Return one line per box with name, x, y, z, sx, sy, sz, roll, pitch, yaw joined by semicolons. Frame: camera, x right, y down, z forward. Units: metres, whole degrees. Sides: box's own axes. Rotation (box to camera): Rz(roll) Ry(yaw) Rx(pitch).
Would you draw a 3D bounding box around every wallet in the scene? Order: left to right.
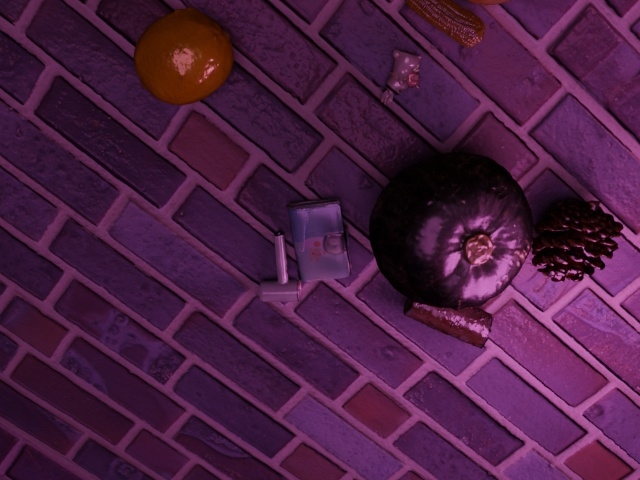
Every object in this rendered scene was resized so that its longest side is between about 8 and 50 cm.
wallet;0.000;0.000;1.838;0.176;0.075;0.251;-7;111;5

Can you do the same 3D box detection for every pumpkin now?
pumpkin;0.355;-0.026;1.659;0.453;0.344;0.455;-4;110;-11

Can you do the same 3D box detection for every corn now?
corn;0.325;-0.588;1.563;0.231;0.080;0.080;31;112;-7

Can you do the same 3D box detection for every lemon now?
lemon;-0.361;-0.477;1.578;0.288;0.233;0.234;-21;110;21

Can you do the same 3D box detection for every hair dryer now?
hair dryer;-0.133;0.083;1.891;0.131;0.073;0.237;-1;111;6

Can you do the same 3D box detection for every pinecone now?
pinecone;0.719;0.002;1.715;0.224;0.224;0.273;19;125;-4

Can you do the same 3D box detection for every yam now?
yam;0.406;0.234;1.887;0.279;0.131;0.131;24;113;-5

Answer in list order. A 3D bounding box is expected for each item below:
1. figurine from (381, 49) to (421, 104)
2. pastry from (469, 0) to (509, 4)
figurine;0.228;-0.435;1.631;0.098;0.081;0.146;12;113;-1
pastry;0.410;-0.718;1.440;0.315;0.184;0.285;23;114;-6
